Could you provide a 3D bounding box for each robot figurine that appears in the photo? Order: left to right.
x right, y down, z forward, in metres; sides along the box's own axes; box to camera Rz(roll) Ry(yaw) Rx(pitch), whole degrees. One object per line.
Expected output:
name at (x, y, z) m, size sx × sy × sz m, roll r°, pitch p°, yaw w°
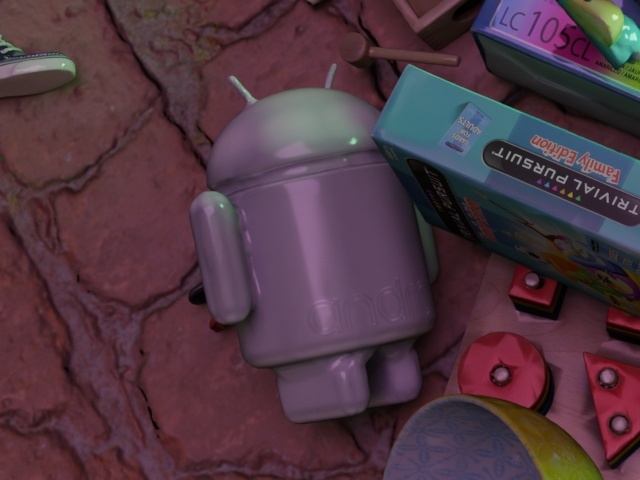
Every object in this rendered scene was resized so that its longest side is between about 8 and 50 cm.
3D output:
robot figurine at (0.000, 0.000, 1.722) m, size 0.200 × 0.300 × 0.353 m, roll -15°, pitch 86°, yaw 46°

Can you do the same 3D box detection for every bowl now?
bowl at (0.194, 0.282, 1.613) m, size 0.156 × 0.289 × 0.289 m, roll -2°, pitch 65°, yaw -32°

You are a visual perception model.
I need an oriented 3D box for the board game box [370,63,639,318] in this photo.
board game box at (0.232, -0.020, 1.567) m, size 0.336 × 0.254 × 0.079 m, roll 25°, pitch 81°, yaw 21°

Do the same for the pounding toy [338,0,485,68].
pounding toy at (0.115, -0.253, 1.862) m, size 0.206 × 0.094 × 0.181 m, roll -36°, pitch 72°, yaw 11°

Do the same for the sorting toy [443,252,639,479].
sorting toy at (0.265, 0.107, 1.703) m, size 0.257 × 0.089 × 0.255 m, roll 16°, pitch 77°, yaw 18°

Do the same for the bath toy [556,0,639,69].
bath toy at (0.368, -0.316, 1.601) m, size 0.348 × 0.151 × 0.129 m, roll -42°, pitch 91°, yaw -2°

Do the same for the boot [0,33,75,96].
boot at (-0.374, -0.212, 1.983) m, size 0.190 × 0.069 × 0.086 m, roll -9°, pitch 73°, yaw 14°

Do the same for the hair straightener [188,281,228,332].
hair straightener at (-0.052, -0.006, 1.845) m, size 0.230 × 0.047 × 0.089 m, roll -41°, pitch 68°, yaw -1°

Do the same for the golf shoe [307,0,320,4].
golf shoe at (-0.039, -0.338, 1.941) m, size 0.086 × 0.069 × 0.176 m, roll -46°, pitch 66°, yaw 4°

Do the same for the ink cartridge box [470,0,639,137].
ink cartridge box at (0.362, -0.314, 1.760) m, size 0.270 × 0.151 × 0.395 m, roll 25°, pitch 82°, yaw 14°
